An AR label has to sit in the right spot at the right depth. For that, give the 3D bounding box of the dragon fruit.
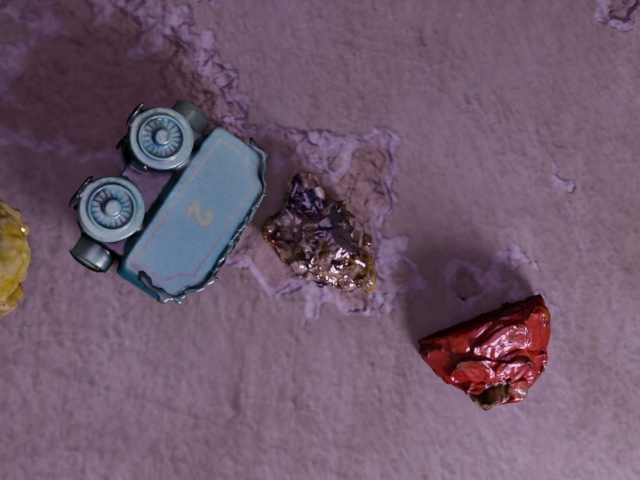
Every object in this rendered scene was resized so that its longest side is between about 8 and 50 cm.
[{"bbox_3d":[0.204,0.129,0.994,0.162,0.083,0.106,-18,88,-15],"label":"dragon fruit"}]

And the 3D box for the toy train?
[{"bbox_3d":[-0.156,-0.039,0.934,0.163,0.112,0.203,35,78,-11],"label":"toy train"}]

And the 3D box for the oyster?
[{"bbox_3d":[0.010,0.001,0.988,0.148,0.051,0.103,36,84,-15],"label":"oyster"}]

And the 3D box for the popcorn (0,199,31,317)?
[{"bbox_3d":[-0.377,0.001,0.861,0.168,0.173,0.195,-36,85,0],"label":"popcorn"}]
